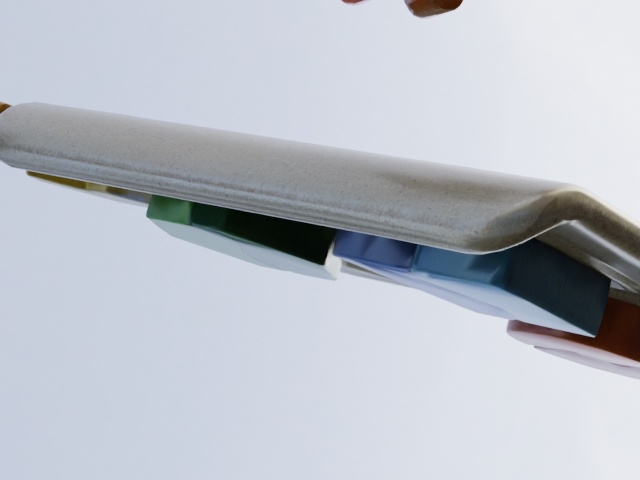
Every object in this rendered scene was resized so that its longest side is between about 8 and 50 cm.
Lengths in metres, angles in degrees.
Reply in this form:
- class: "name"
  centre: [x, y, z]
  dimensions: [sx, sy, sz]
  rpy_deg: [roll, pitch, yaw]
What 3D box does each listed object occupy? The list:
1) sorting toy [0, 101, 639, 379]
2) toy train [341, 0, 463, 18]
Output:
- class: "sorting toy"
  centre: [0.000, 0.000, 0.618]
  dimensions: [0.229, 0.307, 0.041]
  rpy_deg: [19, -96, -51]
- class: "toy train"
  centre: [0.070, -0.098, 0.455]
  dimensions: [0.125, 0.166, 0.046]
  rpy_deg: [-42, -77, -25]
